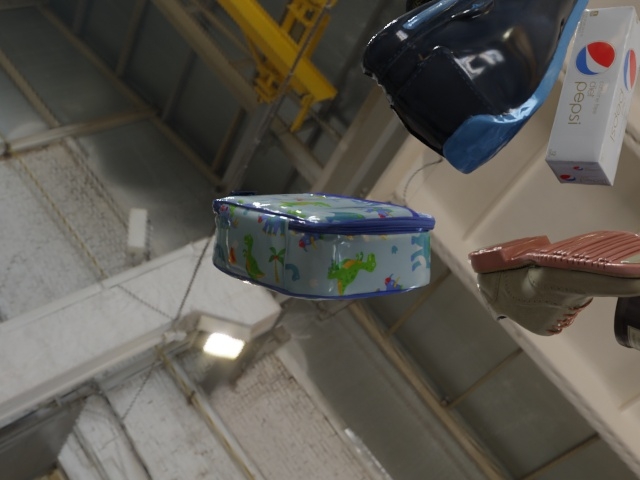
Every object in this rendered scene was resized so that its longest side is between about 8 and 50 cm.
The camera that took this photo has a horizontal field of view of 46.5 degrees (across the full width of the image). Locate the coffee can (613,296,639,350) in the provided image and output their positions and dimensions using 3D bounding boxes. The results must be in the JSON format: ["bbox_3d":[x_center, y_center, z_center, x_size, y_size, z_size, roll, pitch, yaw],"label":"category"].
[{"bbox_3d":[0.610,0.114,1.094,0.275,0.201,0.202,23,-56,41],"label":"coffee can"}]

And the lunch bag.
[{"bbox_3d":[0.000,0.000,0.775,0.219,0.176,0.090,13,-78,54],"label":"lunch bag"}]

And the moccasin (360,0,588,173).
[{"bbox_3d":[0.124,-0.186,0.540,0.116,0.342,0.138,36,-53,-5],"label":"moccasin"}]

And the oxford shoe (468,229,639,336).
[{"bbox_3d":[0.372,0.069,1.122,0.397,0.140,0.147,177,-100,-73],"label":"oxford shoe"}]

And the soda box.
[{"bbox_3d":[0.348,-0.181,0.936,0.069,0.074,0.216,7,-106,37],"label":"soda box"}]
